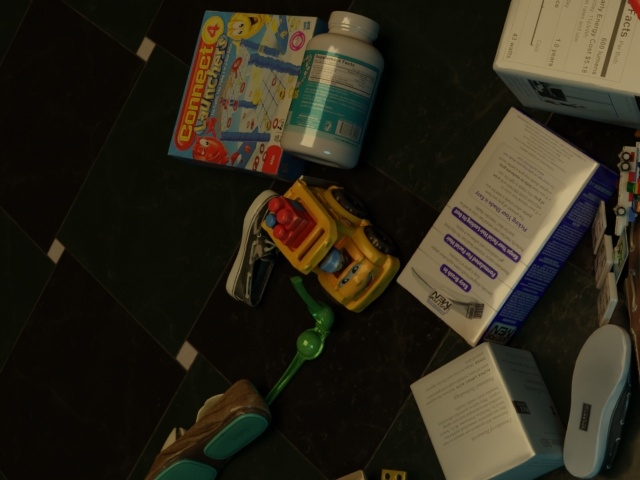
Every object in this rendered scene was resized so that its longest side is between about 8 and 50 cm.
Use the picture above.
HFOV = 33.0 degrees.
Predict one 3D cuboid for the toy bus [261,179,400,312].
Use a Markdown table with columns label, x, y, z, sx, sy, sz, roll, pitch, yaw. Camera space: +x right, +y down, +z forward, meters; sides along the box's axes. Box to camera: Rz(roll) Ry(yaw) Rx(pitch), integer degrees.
| label | x | y | z | sx | sy | sz | roll | pitch | yaw |
| --- | --- | --- | --- | --- | --- | --- | --- | --- | --- |
| toy bus | 0.000 | 0.000 | 1.857 | 0.149 | 0.211 | 0.220 | -49 | 56 | 17 |

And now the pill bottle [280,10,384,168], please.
| label | x | y | z | sx | sy | sz | roll | pitch | yaw |
| --- | --- | --- | --- | --- | --- | --- | --- | --- | --- |
| pill bottle | 0.028 | -0.270 | 1.938 | 0.146 | 0.146 | 0.264 | 14 | 88 | 39 |

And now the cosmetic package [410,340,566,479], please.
| label | x | y | z | sx | sy | sz | roll | pitch | yaw |
| --- | --- | --- | --- | --- | --- | --- | --- | --- | --- |
| cosmetic package | 0.259 | 0.272 | 1.626 | 0.151 | 0.151 | 0.184 | -35 | 61 | 26 |

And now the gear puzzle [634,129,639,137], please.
| label | x | y | z | sx | sy | sz | roll | pitch | yaw |
| --- | --- | --- | --- | --- | --- | --- | --- | --- | --- |
| gear puzzle | 0.480 | -0.295 | 1.655 | 0.175 | 0.044 | 0.339 | -20 | 68 | 33 |

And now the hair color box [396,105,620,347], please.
| label | x | y | z | sx | sy | sz | roll | pitch | yaw |
| --- | --- | --- | --- | --- | --- | --- | --- | --- | --- |
| hair color box | 0.292 | -0.014 | 1.697 | 0.185 | 0.110 | 0.339 | 42 | 104 | 35 |

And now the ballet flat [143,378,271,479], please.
| label | x | y | z | sx | sy | sz | roll | pitch | yaw |
| --- | --- | --- | --- | --- | --- | --- | --- | --- | --- |
| ballet flat | -0.223 | 0.375 | 2.016 | 0.342 | 0.116 | 0.124 | -46 | 36 | 24 |

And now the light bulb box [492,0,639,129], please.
| label | x | y | z | sx | sy | sz | roll | pitch | yaw |
| --- | --- | --- | --- | --- | --- | --- | --- | --- | --- |
| light bulb box | 0.476 | -0.343 | 1.505 | 0.361 | 0.225 | 0.358 | 16 | 89 | 24 |

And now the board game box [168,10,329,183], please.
| label | x | y | z | sx | sy | sz | roll | pitch | yaw |
| --- | --- | --- | --- | --- | --- | --- | --- | --- | --- |
| board game box | -0.131 | -0.283 | 2.103 | 0.302 | 0.086 | 0.308 | 12 | 87 | 39 |

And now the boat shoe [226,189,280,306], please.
| label | x | y | z | sx | sy | sz | roll | pitch | yaw |
| --- | --- | --- | --- | --- | --- | --- | --- | --- | --- |
| boat shoe | -0.107 | 0.016 | 2.027 | 0.070 | 0.078 | 0.219 | 26 | 104 | 40 |

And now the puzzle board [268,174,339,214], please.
| label | x | y | z | sx | sy | sz | roll | pitch | yaw |
| --- | --- | --- | --- | --- | --- | --- | --- | --- | --- |
| puzzle board | -0.030 | -0.076 | 1.948 | 0.096 | 0.128 | 0.011 | -47 | 65 | 20 |

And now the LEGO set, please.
| label | x | y | z | sx | sy | sz | roll | pitch | yaw |
| --- | --- | --- | --- | --- | --- | --- | --- | --- | --- |
| LEGO set | 0.430 | -0.016 | 1.516 | 0.060 | 0.244 | 0.182 | 3 | 54 | 3 |

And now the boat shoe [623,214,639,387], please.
| label | x | y | z | sx | sy | sz | roll | pitch | yaw |
| --- | --- | --- | --- | --- | --- | --- | --- | --- | --- |
| boat shoe | 0.491 | 0.083 | 1.528 | 0.116 | 0.123 | 0.324 | 175 | 102 | -72 |

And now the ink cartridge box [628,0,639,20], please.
| label | x | y | z | sx | sy | sz | roll | pitch | yaw |
| --- | --- | --- | --- | --- | --- | --- | --- | --- | --- |
| ink cartridge box | 0.511 | -0.305 | 1.334 | 0.224 | 0.056 | 0.181 | -28 | 73 | 16 |

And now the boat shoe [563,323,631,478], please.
| label | x | y | z | sx | sy | sz | roll | pitch | yaw |
| --- | --- | --- | --- | --- | --- | --- | --- | --- | --- |
| boat shoe | 0.412 | 0.232 | 1.556 | 0.080 | 0.076 | 0.228 | 14 | 97 | 48 |

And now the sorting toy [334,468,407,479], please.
| label | x | y | z | sx | sy | sz | roll | pitch | yaw |
| --- | --- | --- | --- | --- | --- | --- | --- | --- | --- |
| sorting toy | 0.054 | 0.465 | 1.809 | 0.274 | 0.046 | 0.132 | -30 | 63 | 30 |

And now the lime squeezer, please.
| label | x | y | z | sx | sy | sz | roll | pitch | yaw |
| --- | --- | --- | --- | --- | --- | --- | --- | --- | --- |
| lime squeezer | -0.027 | 0.173 | 1.913 | 0.059 | 0.110 | 0.310 | 33 | 132 | 22 |
